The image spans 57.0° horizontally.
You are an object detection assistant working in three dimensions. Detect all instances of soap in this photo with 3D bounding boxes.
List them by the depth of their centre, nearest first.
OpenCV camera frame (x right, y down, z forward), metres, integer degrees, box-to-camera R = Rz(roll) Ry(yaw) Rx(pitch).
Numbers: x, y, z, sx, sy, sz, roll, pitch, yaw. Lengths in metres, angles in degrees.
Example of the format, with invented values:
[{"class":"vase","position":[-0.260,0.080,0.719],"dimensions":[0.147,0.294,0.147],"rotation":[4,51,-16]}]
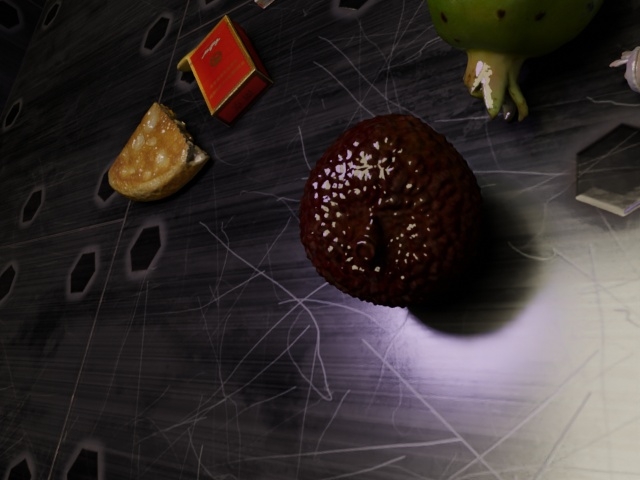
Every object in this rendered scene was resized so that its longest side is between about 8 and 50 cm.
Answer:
[{"class":"soap","position":[-0.300,-0.486,1.525],"dimensions":[0.168,0.089,0.033],"rotation":[-29,96,21]}]

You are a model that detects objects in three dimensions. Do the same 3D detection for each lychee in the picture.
[{"class":"lychee","position":[0.097,-0.039,0.815],"dimensions":[0.260,0.260,0.261],"rotation":[-20,56,34]}]

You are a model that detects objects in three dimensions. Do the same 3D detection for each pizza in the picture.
[{"class":"pizza","position":[-0.405,-0.174,1.446],"dimensions":[0.268,0.087,0.258],"rotation":[-49,49,13]}]

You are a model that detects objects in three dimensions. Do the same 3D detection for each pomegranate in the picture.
[{"class":"pomegranate","position":[0.267,-0.338,0.816],"dimensions":[0.260,0.260,0.341],"rotation":[11,106,45]}]

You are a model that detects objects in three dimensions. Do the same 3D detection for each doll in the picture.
[{"class":"doll","position":[0.417,-0.216,0.719],"dimensions":[0.127,0.084,0.073],"rotation":[33,92,39]}]

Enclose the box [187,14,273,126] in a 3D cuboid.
[{"class":"box","position":[-0.218,-0.403,1.394],"dimensions":[0.153,0.074,0.240],"rotation":[-44,52,22]}]

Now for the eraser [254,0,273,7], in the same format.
[{"class":"eraser","position":[-0.070,-0.692,1.443],"dimensions":[0.230,0.038,0.157],"rotation":[-25,53,32]}]
